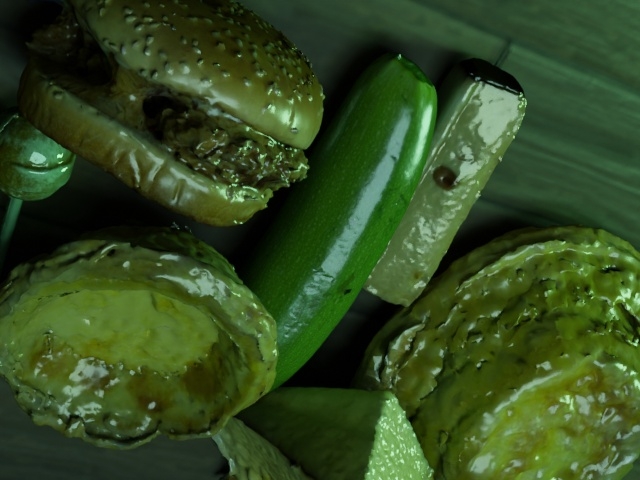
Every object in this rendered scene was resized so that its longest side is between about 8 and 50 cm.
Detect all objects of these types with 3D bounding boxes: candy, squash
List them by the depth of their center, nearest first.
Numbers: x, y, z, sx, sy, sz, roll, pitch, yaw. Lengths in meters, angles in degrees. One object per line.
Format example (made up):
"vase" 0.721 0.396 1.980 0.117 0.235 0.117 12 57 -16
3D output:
"candy" -0.208 -0.002 1.253 0.061 0.061 0.202 0 132 -28
"squash" 0.002 0.002 1.334 0.082 0.082 0.292 18 113 -36

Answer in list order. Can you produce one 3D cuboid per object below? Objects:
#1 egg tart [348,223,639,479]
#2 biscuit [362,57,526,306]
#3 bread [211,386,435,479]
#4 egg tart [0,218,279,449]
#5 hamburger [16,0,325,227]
"egg tart" 0.161 0.126 1.483 0.294 0.123 0.294 -15 128 -20
"biscuit" 0.080 -0.041 1.365 0.056 0.052 0.188 18 113 -23
"bread" -0.005 0.229 1.422 0.178 0.135 0.240 -1 132 22
"egg tart" -0.125 0.055 1.278 0.212 0.090 0.212 0 141 0
"hamburger" -0.084 -0.091 1.149 0.182 0.191 0.118 17 112 -28
